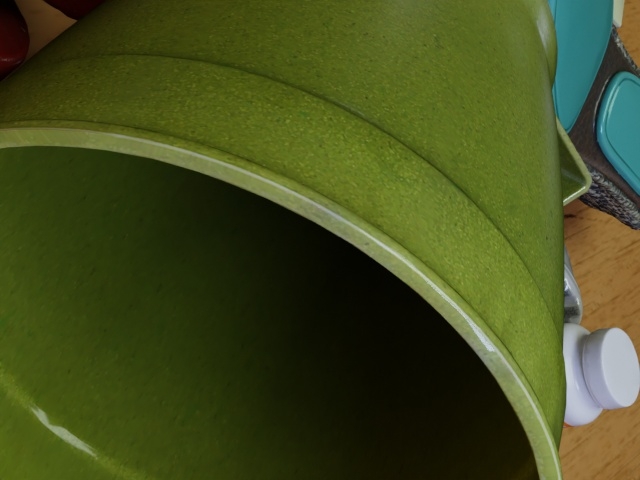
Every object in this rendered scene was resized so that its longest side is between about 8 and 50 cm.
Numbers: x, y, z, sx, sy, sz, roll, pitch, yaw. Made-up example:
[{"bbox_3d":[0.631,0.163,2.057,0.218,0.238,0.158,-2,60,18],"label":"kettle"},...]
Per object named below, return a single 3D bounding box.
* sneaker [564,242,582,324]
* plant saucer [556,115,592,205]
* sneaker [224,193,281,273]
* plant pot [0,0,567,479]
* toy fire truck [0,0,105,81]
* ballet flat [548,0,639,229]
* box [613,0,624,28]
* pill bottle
[{"bbox_3d":[0.131,-0.041,1.184,0.281,0.105,0.115,59,20,-19],"label":"sneaker"},{"bbox_3d":[0.090,-0.065,1.058,0.188,0.188,0.045,52,8,-35],"label":"plant saucer"},{"bbox_3d":[0.000,0.000,1.000,0.208,0.081,0.094,19,62,-48],"label":"sneaker"},{"bbox_3d":[-0.013,-0.021,0.764,0.366,0.366,0.353,54,40,-27],"label":"plant pot"},{"bbox_3d":[-0.225,-0.247,0.751,0.302,0.169,0.254,29,33,-45],"label":"toy fire truck"},{"bbox_3d":[0.200,-0.145,1.215,0.483,0.182,0.164,41,68,-55],"label":"ballet flat"},{"bbox_3d":[0.200,-0.345,1.334,0.243,0.117,0.213,44,48,-36],"label":"box"},{"bbox_3d":[0.182,0.115,1.137,0.086,0.152,0.086,20,64,-47],"label":"pill bottle"}]
